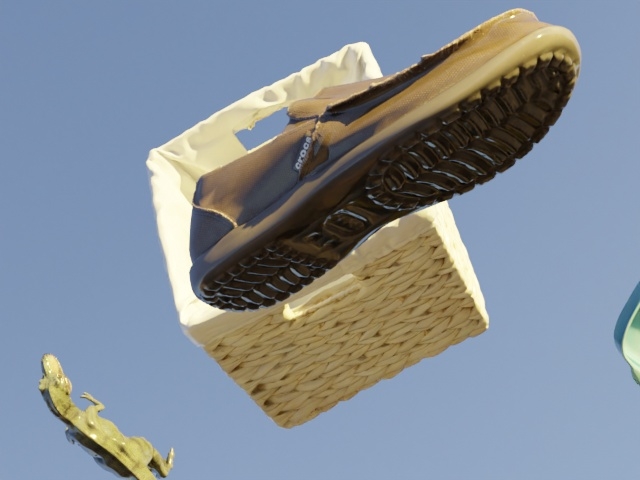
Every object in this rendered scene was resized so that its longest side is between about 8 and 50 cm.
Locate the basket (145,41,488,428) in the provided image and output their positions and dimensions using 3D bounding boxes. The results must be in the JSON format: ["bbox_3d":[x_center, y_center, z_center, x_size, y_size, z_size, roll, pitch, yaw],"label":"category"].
[{"bbox_3d":[0.000,0.000,1.842,0.328,0.331,0.266,-27,-47,10],"label":"basket"}]

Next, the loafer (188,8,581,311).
[{"bbox_3d":[0.031,-0.084,1.188,0.366,0.130,0.134,-31,-28,15],"label":"loafer"}]

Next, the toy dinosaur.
[{"bbox_3d":[-0.202,0.224,1.564,0.268,0.118,0.064,41,-95,-4],"label":"toy dinosaur"}]

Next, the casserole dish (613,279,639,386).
[{"bbox_3d":[0.346,0.055,1.426,0.114,0.037,0.188,32,-90,-29],"label":"casserole dish"}]
